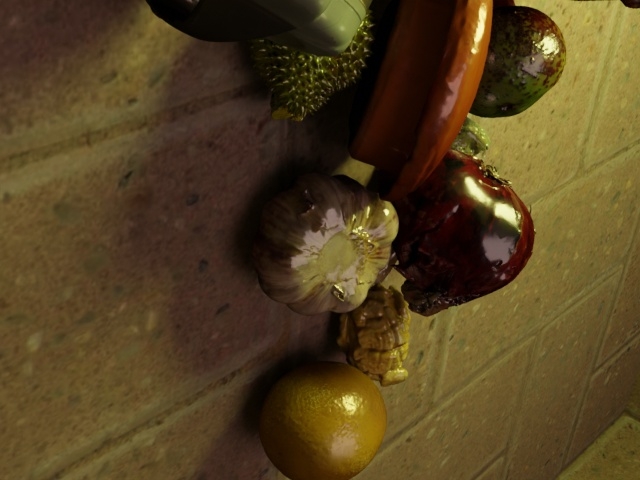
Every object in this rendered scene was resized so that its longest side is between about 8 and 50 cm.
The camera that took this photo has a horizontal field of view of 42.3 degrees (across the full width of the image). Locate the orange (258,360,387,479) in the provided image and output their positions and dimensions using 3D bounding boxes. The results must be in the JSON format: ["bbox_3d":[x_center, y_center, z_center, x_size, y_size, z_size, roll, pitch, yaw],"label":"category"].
[{"bbox_3d":[0.004,0.325,1.478,0.236,0.236,0.236,-30,136,-34],"label":"orange"}]

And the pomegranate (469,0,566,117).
[{"bbox_3d":[0.304,-0.336,1.400,0.214,0.214,0.248,6,78,-52],"label":"pomegranate"}]

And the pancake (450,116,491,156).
[{"bbox_3d":[0.214,-0.108,1.493,0.253,0.037,0.253,-7,106,-27],"label":"pancake"}]

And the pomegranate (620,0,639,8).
[{"bbox_3d":[0.436,-0.527,1.214,0.417,0.417,0.416,-30,136,-34],"label":"pomegranate"}]

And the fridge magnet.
[{"bbox_3d":[0.142,-0.232,1.196,0.363,0.155,0.363,-162,-90,-86],"label":"fridge magnet"}]

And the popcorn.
[{"bbox_3d":[0.101,0.185,1.559,0.194,0.140,0.163,89,10,-51],"label":"popcorn"}]

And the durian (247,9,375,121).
[{"bbox_3d":[-0.012,-0.260,1.090,0.198,0.146,0.159,-61,141,-12],"label":"durian"}]

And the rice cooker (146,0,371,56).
[{"bbox_3d":[-0.059,-0.351,0.814,0.335,0.335,0.325,20,98,-54],"label":"rice cooker"}]

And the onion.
[{"bbox_3d":[0.222,-0.028,1.369,0.281,0.221,0.281,-5,108,-15],"label":"onion"}]

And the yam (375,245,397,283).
[{"bbox_3d":[0.169,-0.044,1.543,0.299,0.066,0.066,-51,144,-9],"label":"yam"}]

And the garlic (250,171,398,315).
[{"bbox_3d":[0.000,0.000,1.295,0.245,0.160,0.245,-10,114,-23],"label":"garlic"}]
